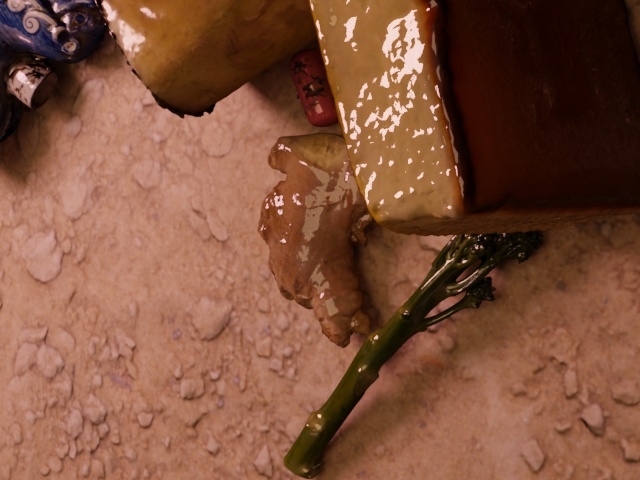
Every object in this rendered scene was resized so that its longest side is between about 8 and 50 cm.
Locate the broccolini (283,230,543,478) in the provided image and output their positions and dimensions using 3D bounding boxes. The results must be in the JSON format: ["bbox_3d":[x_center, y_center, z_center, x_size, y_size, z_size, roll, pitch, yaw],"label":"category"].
[{"bbox_3d":[0.090,0.104,1.544,0.074,0.079,0.392,44,121,16],"label":"broccolini"}]

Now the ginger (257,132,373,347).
[{"bbox_3d":[-0.004,-0.002,1.594,0.137,0.074,0.213,6,99,35],"label":"ginger"}]

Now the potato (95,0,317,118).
[{"bbox_3d":[-0.076,-0.268,1.560,0.266,0.229,0.229,-29,73,28],"label":"potato"}]

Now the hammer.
[{"bbox_3d":[-0.006,-0.156,1.612,0.043,0.043,0.083,-28,75,32],"label":"hammer"}]

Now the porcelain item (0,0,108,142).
[{"bbox_3d":[-0.366,-0.215,1.826,0.186,0.138,0.288,36,106,12],"label":"porcelain item"}]

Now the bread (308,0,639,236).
[{"bbox_3d":[0.142,-0.163,1.334,0.143,0.333,0.323,-22,79,38],"label":"bread"}]
